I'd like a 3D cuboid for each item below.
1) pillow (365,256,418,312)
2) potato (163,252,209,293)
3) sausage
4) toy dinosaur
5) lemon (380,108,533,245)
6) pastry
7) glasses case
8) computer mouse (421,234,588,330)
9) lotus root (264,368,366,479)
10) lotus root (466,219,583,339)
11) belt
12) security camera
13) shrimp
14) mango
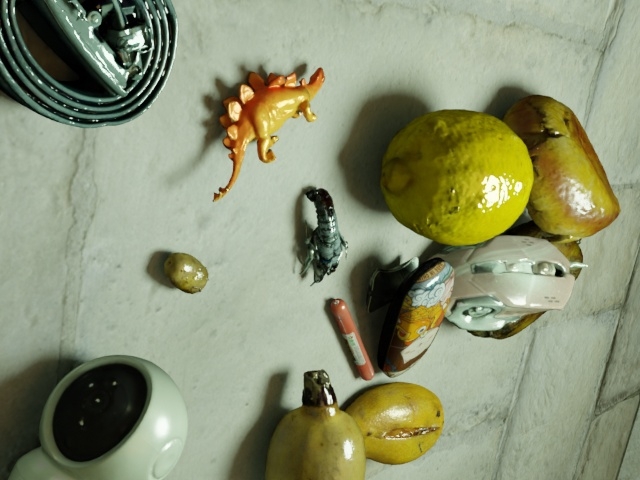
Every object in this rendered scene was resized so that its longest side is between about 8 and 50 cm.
[{"bbox_3d":[0.139,0.085,1.442,0.136,0.055,0.091,-19,102,-43],"label":"pillow"},{"bbox_3d":[-0.195,0.047,1.071,0.083,0.040,0.051,48,61,-48],"label":"potato"},{"bbox_3d":[0.064,0.195,1.422,0.034,0.034,0.253,-45,133,-24],"label":"sausage"},{"bbox_3d":[-0.087,-0.181,1.068,0.288,0.070,0.117,-48,125,-27],"label":"toy dinosaur"},{"bbox_3d":[0.238,-0.112,1.315,0.320,0.245,0.245,0,107,-37],"label":"lemon"},{"bbox_3d":[0.504,-0.149,1.571,0.356,0.164,0.355,38,36,-34],"label":"pastry"},{"bbox_3d":[0.183,0.157,1.443,0.122,0.082,0.321,-33,150,-31],"label":"glasses case"},{"bbox_3d":[0.388,0.073,1.518,0.389,0.115,0.199,-6,71,-9],"label":"computer mouse"},{"bbox_3d":[-0.006,0.381,1.320,0.183,0.183,0.309,-8,110,-45],"label":"lotus root"},{"bbox_3d":[0.464,0.077,1.687,0.397,0.179,0.195,-35,115,-28],"label":"lotus root"},{"bbox_3d":[-0.276,-0.240,0.797,0.206,0.116,0.267,-57,141,-5],"label":"belt"},{"bbox_3d":[-0.276,0.268,0.970,0.194,0.195,0.236,39,78,-48],"label":"security camera"},{"bbox_3d":[0.002,0.001,1.242,0.082,0.076,0.174,-14,119,-18],"label":"shrimp"},{"bbox_3d":[0.153,0.384,1.536,0.295,0.120,0.177,4,102,-48],"label":"mango"}]
